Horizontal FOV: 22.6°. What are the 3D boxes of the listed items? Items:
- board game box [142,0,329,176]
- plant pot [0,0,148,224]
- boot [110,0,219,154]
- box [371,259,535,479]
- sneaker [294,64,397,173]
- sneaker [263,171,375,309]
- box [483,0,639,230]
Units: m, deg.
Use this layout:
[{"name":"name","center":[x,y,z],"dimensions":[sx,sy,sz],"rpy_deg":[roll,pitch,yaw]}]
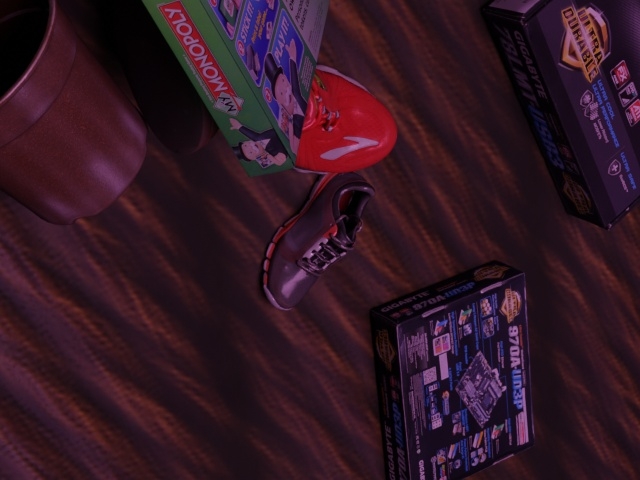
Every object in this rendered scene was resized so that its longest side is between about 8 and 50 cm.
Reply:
[{"name":"board game box","center":[-0.060,-0.236,1.315],"dimensions":[0.213,0.046,0.317],"rpy_deg":[59,29,-37]},{"name":"plant pot","center":[-0.237,-0.106,1.306],"dimensions":[0.167,0.167,0.165],"rpy_deg":[-52,136,-9]},{"name":"boot","center":[-0.114,-0.225,1.330],"dimensions":[0.115,0.112,0.305],"rpy_deg":[-10,86,-42]},{"name":"box","center":[0.146,0.152,1.726],"dimensions":[0.175,0.051,0.220],"rpy_deg":[-21,117,-28]},{"name":"sneaker","center":[-0.030,-0.119,1.464],"dimensions":[0.279,0.118,0.107],"rpy_deg":[19,96,-38]},{"name":"sneaker","center":[0.000,0.000,1.561],"dimensions":[0.061,0.065,0.158],"rpy_deg":[29,88,-38]},{"name":"box","center":[0.342,-0.213,1.728],"dimensions":[0.293,0.073,0.295],"rpy_deg":[-40,125,-17]}]
